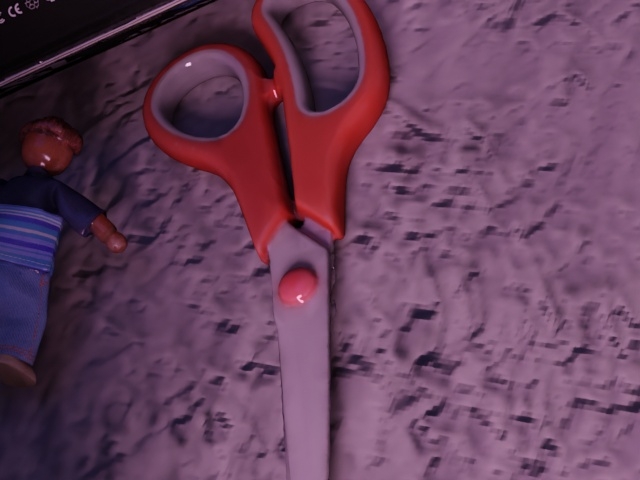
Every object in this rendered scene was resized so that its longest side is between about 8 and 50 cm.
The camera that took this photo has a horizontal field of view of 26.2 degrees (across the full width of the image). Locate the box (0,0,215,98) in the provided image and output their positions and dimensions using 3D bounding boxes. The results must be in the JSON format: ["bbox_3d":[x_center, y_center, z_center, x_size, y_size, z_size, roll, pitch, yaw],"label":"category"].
[{"bbox_3d":[-0.198,-0.178,0.602,0.322,0.257,0.079,-22,6,17],"label":"box"}]

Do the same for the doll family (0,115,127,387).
[{"bbox_3d":[-0.173,-0.001,0.561,0.193,0.076,0.111,11,61,1],"label":"doll family"}]

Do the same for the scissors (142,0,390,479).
[{"bbox_3d":[0.000,0.000,0.507,0.109,0.021,0.297,-27,46,7],"label":"scissors"}]
